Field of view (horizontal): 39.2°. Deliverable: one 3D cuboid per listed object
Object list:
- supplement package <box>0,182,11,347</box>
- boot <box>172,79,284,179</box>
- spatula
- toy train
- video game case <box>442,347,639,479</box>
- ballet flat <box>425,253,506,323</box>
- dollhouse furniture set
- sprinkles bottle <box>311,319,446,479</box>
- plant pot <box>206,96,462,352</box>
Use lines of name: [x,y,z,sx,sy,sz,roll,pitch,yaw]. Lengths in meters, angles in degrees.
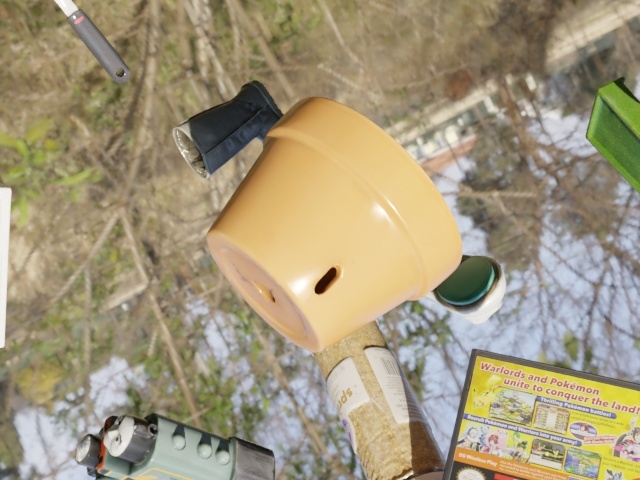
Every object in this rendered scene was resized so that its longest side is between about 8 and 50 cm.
supplement package: [-0.527,0.017,1.056,0.263,0.198,0.199,-1,-169,-35]
boot: [-0.138,-0.170,1.583,0.076,0.189,0.208,-31,-167,44]
spatula: [-0.368,-0.343,1.278,0.084,0.296,0.030,-39,-152,-6]
toy train: [-0.235,0.380,1.511,0.190,0.334,0.142,-36,-141,36]
video game case: [0.294,0.281,1.096,0.275,0.248,0.035,11,164,18]
ballet flat: [0.287,0.098,1.815,0.139,0.139,0.400,-27,-165,-12]
dollhouse furniture set: [0.463,-0.207,1.064,0.198,0.151,0.301,-23,147,-11]
sprinkles bottle: [0.091,0.261,1.304,0.121,0.121,0.355,-26,-131,0]
plant pot: [0.000,0.000,1.109,0.203,0.291,0.291,-45,-167,-18]
